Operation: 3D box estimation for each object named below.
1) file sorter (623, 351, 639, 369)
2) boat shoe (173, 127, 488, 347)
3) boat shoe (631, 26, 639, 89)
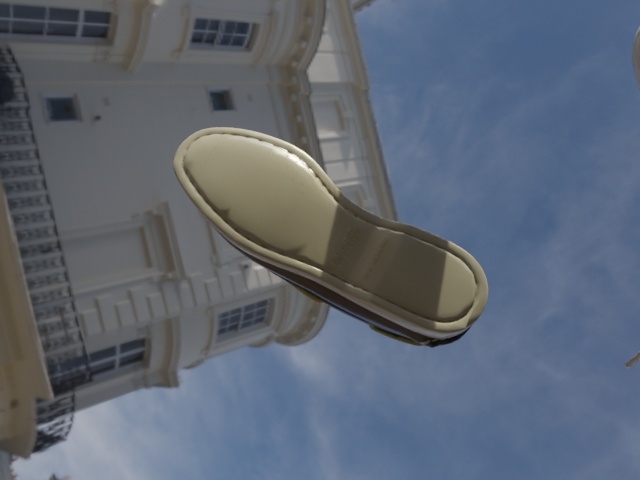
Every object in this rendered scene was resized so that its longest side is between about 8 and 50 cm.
[{"bbox_3d":[0.519,0.170,0.685,0.278,0.173,0.193,52,-45,27],"label":"file sorter"},{"bbox_3d":[0.000,0.000,0.601,0.324,0.116,0.097,28,-21,12],"label":"boat shoe"},{"bbox_3d":[0.251,-0.062,0.363,0.076,0.080,0.228,81,5,-68],"label":"boat shoe"}]
